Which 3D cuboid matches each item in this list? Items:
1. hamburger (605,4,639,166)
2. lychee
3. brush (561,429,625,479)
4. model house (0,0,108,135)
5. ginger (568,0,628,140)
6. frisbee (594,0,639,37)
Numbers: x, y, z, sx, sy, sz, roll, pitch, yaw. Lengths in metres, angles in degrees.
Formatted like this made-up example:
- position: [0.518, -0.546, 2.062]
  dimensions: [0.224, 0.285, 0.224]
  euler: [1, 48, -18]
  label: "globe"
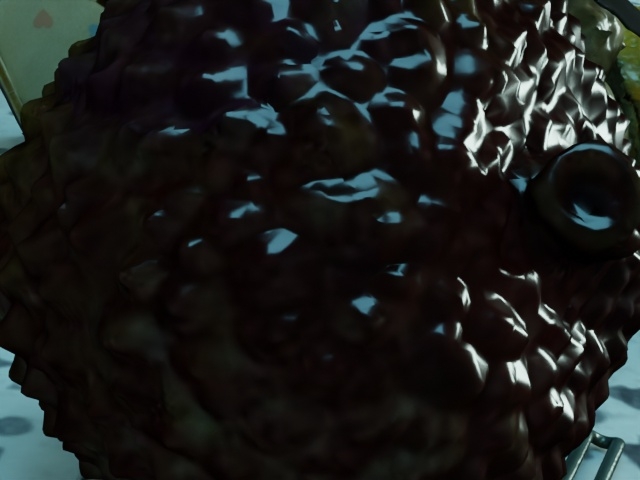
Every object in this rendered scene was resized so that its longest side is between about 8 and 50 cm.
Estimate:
- position: [0.273, -0.068, 0.999]
  dimensions: [0.156, 0.144, 0.283]
  euler: [12, 37, -10]
  label: "hamburger"
- position: [0.000, 0.000, 0.573]
  dimensions: [0.330, 0.306, 0.306]
  euler: [-5, 11, 41]
  label: "lychee"
- position: [0.105, 0.143, 0.601]
  dimensions: [0.062, 0.027, 0.266]
  euler: [15, 24, 18]
  label: "brush"
- position: [-0.150, -0.161, 1.033]
  dimensions: [0.326, 0.244, 0.169]
  euler: [30, 8, -36]
  label: "model house"
- position: [0.106, -0.074, 0.913]
  dimensions: [0.244, 0.155, 0.304]
  euler: [-22, 23, 16]
  label: "ginger"
- position: [0.254, -0.126, 0.912]
  dimensions: [0.187, 0.012, 0.211]
  euler: [-9, 62, -48]
  label: "frisbee"
